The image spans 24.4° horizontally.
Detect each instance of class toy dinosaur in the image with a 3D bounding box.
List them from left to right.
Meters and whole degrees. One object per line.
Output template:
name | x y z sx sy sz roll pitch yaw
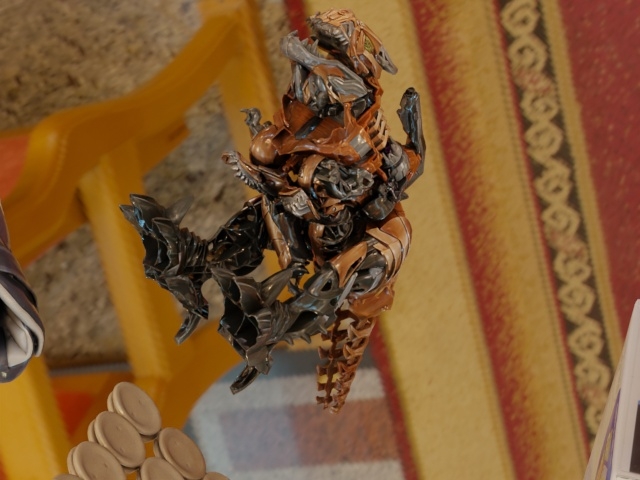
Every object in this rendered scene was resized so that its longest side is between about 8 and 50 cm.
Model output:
toy dinosaur | 0.000 0.000 1.075 0.164 0.218 0.322 10 123 56

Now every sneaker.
sneaker | -0.279 0.079 1.252 0.086 0.163 0.226 -15 134 -13

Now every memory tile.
memory tile | -0.092 0.146 0.811 0.012 0.148 0.113 -41 98 20

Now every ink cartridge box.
ink cartridge box | 0.275 0.257 1.376 0.072 0.304 0.307 12 119 8
